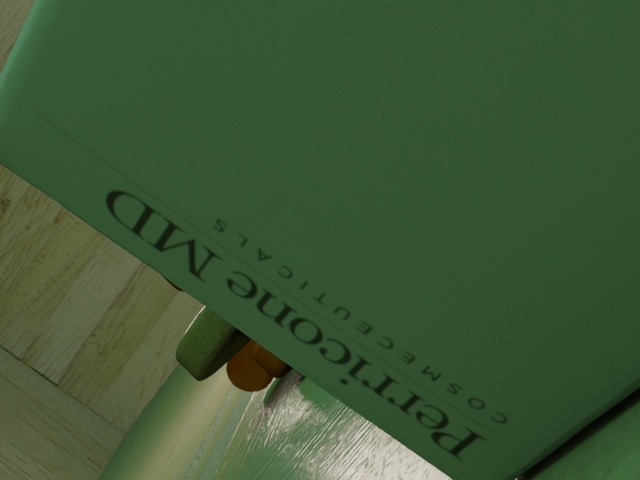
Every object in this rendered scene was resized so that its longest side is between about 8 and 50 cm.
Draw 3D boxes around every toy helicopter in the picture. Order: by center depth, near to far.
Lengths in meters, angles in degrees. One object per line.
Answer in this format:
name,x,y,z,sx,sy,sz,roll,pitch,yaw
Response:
toy helicopter,0.000,0.000,1.457,0.355,0.140,0.235,-44,-10,-28

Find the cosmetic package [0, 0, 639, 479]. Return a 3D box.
cosmetic package,0.091,-0.129,0.437,0.161,0.230,0.453,-59,5,-39
